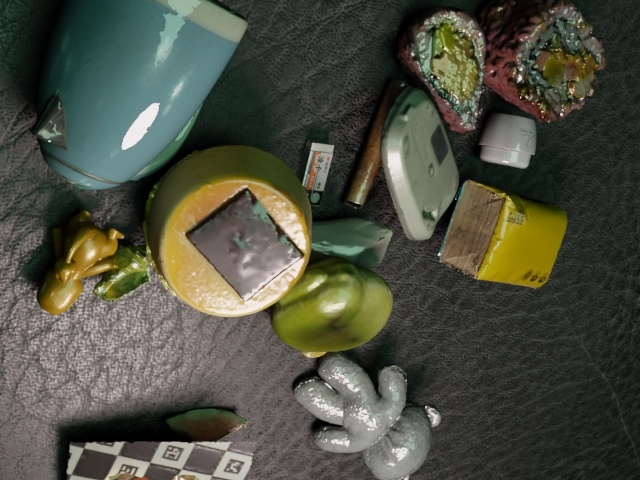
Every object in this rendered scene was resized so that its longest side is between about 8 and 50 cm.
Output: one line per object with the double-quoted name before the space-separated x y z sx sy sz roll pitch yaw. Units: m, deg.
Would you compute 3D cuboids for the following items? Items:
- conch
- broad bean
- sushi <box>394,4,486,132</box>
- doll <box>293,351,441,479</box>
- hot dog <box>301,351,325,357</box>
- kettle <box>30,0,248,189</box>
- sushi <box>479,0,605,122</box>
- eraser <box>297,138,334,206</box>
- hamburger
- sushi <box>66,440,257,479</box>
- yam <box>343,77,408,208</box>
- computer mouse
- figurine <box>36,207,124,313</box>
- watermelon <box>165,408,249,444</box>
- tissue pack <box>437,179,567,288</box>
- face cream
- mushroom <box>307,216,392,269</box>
"conch" -0.329 0.055 1.443 0.089 0.074 0.121 44 79 -27
"broad bean" 0.022 0.127 1.613 0.237 0.119 0.291 -12 151 -6
"sushi" 0.252 -0.335 1.625 0.161 0.107 0.241 -47 113 -5
"doll" 0.100 0.363 1.831 0.340 0.158 0.246 37 93 -9
"hot dog" 0.003 0.216 1.755 0.090 0.030 0.034 -30 125 -19
"kettle" -0.272 -0.229 1.284 0.319 0.247 0.342 5 117 -61
"sushi" 0.434 -0.373 1.698 0.270 0.171 0.237 27 94 -40
"eraser" -0.014 -0.125 1.600 0.052 0.029 0.122 4 107 -34
"hamburger" -0.157 -0.019 1.444 0.300 0.176 0.300 -5 114 -11
"sushi" -0.318 0.488 1.636 0.339 0.069 0.320 4 116 -18
"yam" 0.108 -0.185 1.643 0.046 0.046 0.264 14 102 -36
"computer mouse" 0.181 -0.142 1.657 0.197 0.095 0.331 -59 143 -31
"figurine" -0.398 0.043 1.364 0.121 0.122 0.176 30 100 -4
"watermelon" -0.217 0.377 1.663 0.155 0.080 0.101 -21 132 -39
"tissue pack" 0.396 -0.008 1.824 0.270 0.134 0.192 8 104 -48
"face cream" 0.389 -0.206 1.772 0.117 0.117 0.104 6 99 -35
"mushroom" 0.000 0.000 1.621 0.270 0.103 0.118 8 106 -29
